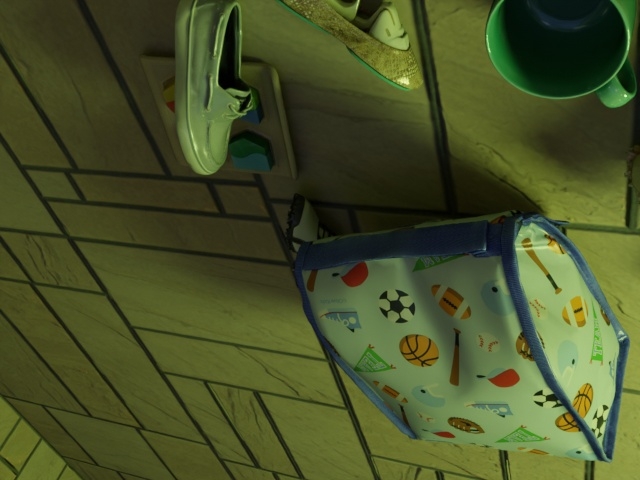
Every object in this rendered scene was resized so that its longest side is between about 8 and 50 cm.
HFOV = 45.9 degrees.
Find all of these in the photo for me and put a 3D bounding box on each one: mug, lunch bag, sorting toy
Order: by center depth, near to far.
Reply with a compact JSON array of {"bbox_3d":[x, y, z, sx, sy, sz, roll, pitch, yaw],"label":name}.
[{"bbox_3d":[0.232,-0.206,0.720,0.129,0.097,0.158,3,139,26],"label":"mug"},{"bbox_3d":[0.192,0.106,1.012,0.327,0.239,0.385,-8,139,39],"label":"lunch bag"},{"bbox_3d":[-0.139,-0.162,1.034,0.208,0.038,0.193,11,141,19],"label":"sorting toy"}]

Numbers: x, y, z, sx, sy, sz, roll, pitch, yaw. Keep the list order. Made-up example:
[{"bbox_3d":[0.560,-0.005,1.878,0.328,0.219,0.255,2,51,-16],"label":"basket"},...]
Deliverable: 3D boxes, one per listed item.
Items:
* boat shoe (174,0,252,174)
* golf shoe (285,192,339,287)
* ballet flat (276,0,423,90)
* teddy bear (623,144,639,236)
[{"bbox_3d":[-0.126,-0.184,0.923,0.081,0.079,0.228,11,118,19],"label":"boat shoe"},{"bbox_3d":[0.000,0.000,1.134,0.093,0.077,0.198,3,146,10],"label":"golf shoe"},{"bbox_3d":[0.040,-0.241,0.816,0.206,0.073,0.067,31,129,-13],"label":"ballet flat"},{"bbox_3d":[0.469,-0.040,0.748,0.338,0.113,0.245,-29,81,51],"label":"teddy bear"}]
